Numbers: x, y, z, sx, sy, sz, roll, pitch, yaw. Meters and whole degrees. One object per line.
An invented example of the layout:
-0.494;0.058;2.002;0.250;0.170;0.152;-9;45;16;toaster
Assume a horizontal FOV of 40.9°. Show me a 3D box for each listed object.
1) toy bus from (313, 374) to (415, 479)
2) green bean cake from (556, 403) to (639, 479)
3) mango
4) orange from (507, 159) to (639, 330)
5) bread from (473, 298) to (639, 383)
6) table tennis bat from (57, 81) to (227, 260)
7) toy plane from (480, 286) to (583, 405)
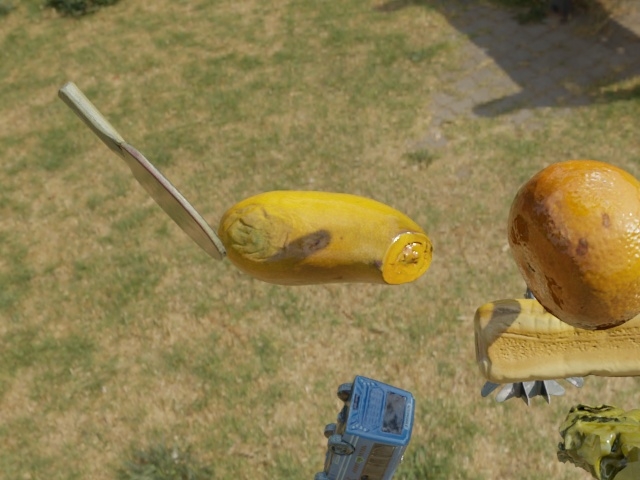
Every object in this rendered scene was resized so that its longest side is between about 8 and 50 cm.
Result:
0.073;0.338;1.425;0.134;0.246;0.114;13;49;1;toy bus
0.621;0.487;1.721;0.285;0.202;0.310;-4;79;29;green bean cake
0.003;-0.001;1.327;0.359;0.144;0.187;5;25;20;mango
0.333;0.001;1.070;0.170;0.224;0.224;-24;43;-4;orange
0.402;0.157;1.392;0.305;0.142;0.091;-4;14;15;bread
-0.183;-0.072;0.895;0.022;0.138;0.246;-43;86;-13;table tennis bat
0.416;0.192;1.708;0.212;0.267;0.088;-5;8;-5;toy plane
